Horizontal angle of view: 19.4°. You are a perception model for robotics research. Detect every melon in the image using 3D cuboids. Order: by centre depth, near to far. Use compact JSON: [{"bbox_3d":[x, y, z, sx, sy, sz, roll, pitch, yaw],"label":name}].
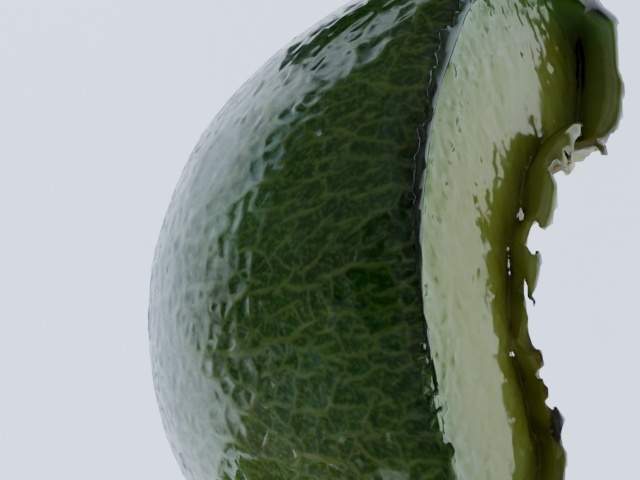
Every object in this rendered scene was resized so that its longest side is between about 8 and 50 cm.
[{"bbox_3d":[0.000,0.000,0.672,0.169,0.129,0.265,-10,-126,32],"label":"melon"}]
